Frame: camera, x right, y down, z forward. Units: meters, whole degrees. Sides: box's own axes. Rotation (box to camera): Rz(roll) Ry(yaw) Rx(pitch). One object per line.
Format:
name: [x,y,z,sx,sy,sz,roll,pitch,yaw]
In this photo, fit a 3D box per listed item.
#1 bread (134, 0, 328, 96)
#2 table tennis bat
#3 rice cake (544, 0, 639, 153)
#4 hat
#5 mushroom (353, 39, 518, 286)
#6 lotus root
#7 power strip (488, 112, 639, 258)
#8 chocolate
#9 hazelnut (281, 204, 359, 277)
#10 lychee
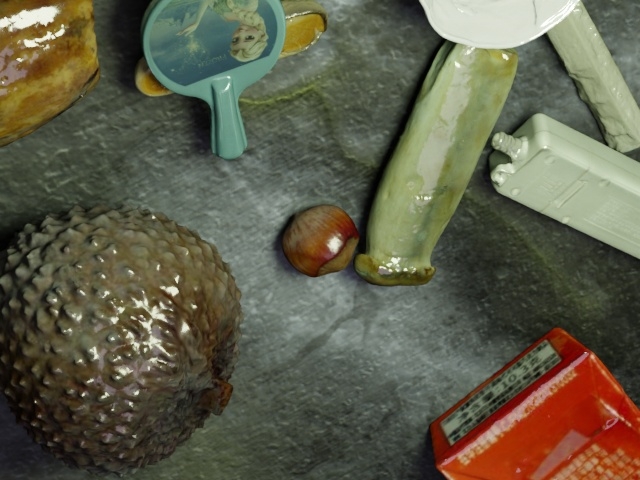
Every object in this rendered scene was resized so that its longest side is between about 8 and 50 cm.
bread: [-0.096,-0.209,1.780,0.214,0.053,0.073,-19,142,-9]
table tennis bat: [-0.105,-0.177,1.743,0.149,0.038,0.237,-13,135,-9]
rice cake: [0.301,-0.198,1.912,0.057,0.052,0.256,-23,125,20]
hat: [0.170,-0.305,1.767,0.203,0.126,0.203,-7,119,-13]
mushroom: [0.125,-0.086,1.905,0.100,0.081,0.312,9,111,-34]
lotus root: [-0.356,-0.172,1.651,0.291,0.193,0.193,-17,121,-7]
power strip: [0.324,-0.055,1.975,0.338,0.058,0.098,23,132,-28]
chocolate: [0.282,0.251,2.121,0.237,0.108,0.235,-39,122,8]
hazelnut: [0.000,0.000,1.916,0.086,0.086,0.086,-7,120,-13]
lychee: [-0.219,0.104,1.787,0.300,0.300,0.300,-7,120,-13]
